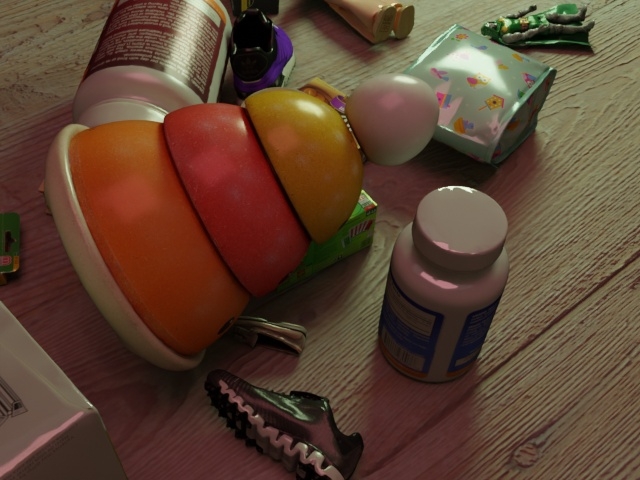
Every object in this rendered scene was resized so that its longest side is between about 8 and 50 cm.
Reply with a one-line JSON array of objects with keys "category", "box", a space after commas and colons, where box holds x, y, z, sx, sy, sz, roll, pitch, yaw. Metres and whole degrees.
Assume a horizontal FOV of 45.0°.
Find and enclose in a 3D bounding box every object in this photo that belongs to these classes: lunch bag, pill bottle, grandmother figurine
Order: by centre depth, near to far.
[{"category": "pill bottle", "box": [0.164, 0.059, 1.026, 0.152, 0.272, 0.152, 2, 50, -2]}, {"category": "pill bottle", "box": [-0.282, -0.249, 1.293, 0.224, 0.224, 0.392, 5, 49, 0]}, {"category": "lunch bag", "box": [0.258, -0.241, 1.363, 0.223, 0.160, 0.262, 29, 49, 19]}, {"category": "grandmother figurine", "box": [0.031, -0.531, 1.640, 0.342, 0.104, 0.208, 40, 31, 30]}]

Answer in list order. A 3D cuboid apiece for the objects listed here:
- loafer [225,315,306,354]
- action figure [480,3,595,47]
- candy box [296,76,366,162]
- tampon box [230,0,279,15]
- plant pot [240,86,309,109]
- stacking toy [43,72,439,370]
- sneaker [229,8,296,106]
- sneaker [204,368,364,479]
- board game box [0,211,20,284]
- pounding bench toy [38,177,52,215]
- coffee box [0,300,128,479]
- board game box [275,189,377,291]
[{"category": "loafer", "box": [-0.083, 0.136, 1.098, 0.125, 0.045, 0.039, 7, 56, -1]}, {"category": "action figure", "box": [0.449, -0.449, 1.617, 0.232, 0.063, 0.137, -8, 54, -5]}, {"category": "candy box", "box": [0.024, -0.211, 1.391, 0.186, 0.053, 0.109, 36, 57, 26]}, {"category": "tampon box", "box": [-0.148, -0.575, 1.643, 0.101, 0.120, 0.161, -6, 50, -10]}, {"category": "plant pot", "box": [-0.064, -0.135, 1.238, 0.201, 0.180, 0.201, 2, 49, -3]}, {"category": "stacking toy", "box": [-0.066, -0.076, 0.992, 0.480, 0.350, 0.350, -26, 53, 5]}, {"category": "sneaker", "box": [-0.109, -0.366, 1.423, 0.102, 0.146, 0.293, -7, 37, 6]}, {"category": "sneaker", "box": [-0.042, 0.231, 1.000, 0.234, 0.078, 0.106, 34, 53, 18]}, {"category": "board game box", "box": [-0.586, 0.026, 1.164, 0.259, 0.039, 0.124, -10, 52, -8]}, {"category": "pounding bench toy", "box": [-0.412, -0.090, 1.252, 0.052, 0.065, 0.083, 9, 50, 4]}, {"category": "coffee box", "box": [-0.424, 0.250, 0.788, 0.337, 0.334, 0.338, -37, 59, -28]}, {"category": "board game box", "box": [0.000, 0.000, 1.184, 0.181, 0.092, 0.043, -27, 55, -23]}]
